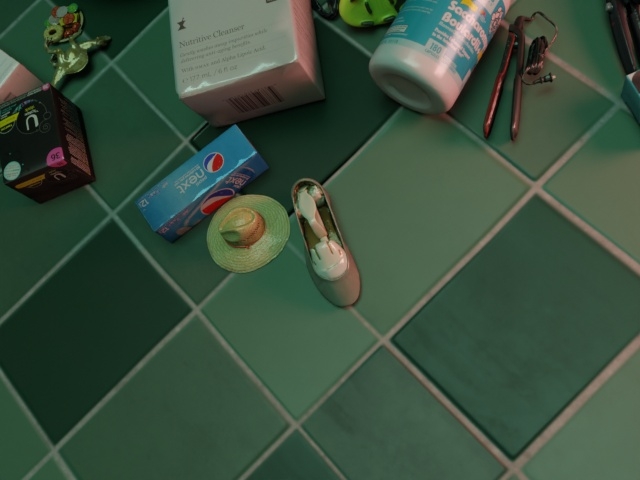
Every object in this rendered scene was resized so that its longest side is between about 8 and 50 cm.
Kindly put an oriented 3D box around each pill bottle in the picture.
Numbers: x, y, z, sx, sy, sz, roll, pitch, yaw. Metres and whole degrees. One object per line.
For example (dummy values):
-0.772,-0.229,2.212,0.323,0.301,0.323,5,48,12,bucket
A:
0.197,-0.339,1.125,0.146,0.146,0.264,27,82,22,pill bottle

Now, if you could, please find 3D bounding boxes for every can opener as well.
0.464,-0.332,1.097,0.059,0.073,0.186,-3,80,7,can opener

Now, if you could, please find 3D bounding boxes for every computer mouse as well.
0.004,-0.500,1.296,0.071,0.041,0.241,-16,75,32,computer mouse

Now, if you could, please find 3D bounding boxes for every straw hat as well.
-0.126,-0.023,1.157,0.145,0.061,0.144,-5,71,14,straw hat

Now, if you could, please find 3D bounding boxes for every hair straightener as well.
0.320,-0.258,1.125,0.089,0.047,0.230,12,71,19,hair straightener

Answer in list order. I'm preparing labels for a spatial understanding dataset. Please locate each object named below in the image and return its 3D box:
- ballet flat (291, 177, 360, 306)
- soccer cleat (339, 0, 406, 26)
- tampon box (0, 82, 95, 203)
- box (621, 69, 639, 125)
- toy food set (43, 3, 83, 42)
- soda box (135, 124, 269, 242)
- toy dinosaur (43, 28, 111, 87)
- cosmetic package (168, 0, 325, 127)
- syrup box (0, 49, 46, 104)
0.000,0.000,1.109,0.072,0.068,0.213,-22,68,8,ballet flat
0.149,-0.466,1.229,0.289,0.093,0.121,-38,36,6,soccer cleat
-0.490,-0.170,1.286,0.121,0.101,0.160,-22,68,9,tampon box
0.569,-0.233,1.030,0.244,0.060,0.100,-23,67,7,box
-0.503,-0.425,1.420,0.083,0.020,0.082,-11,69,12,toy food set
-0.194,-0.092,1.195,0.210,0.067,0.071,-38,67,1,soda box
-0.481,-0.339,1.368,0.093,0.053,0.183,39,86,22,toy dinosaur
-0.133,-0.410,1.223,0.217,0.156,0.384,-14,74,13,cosmetic package
-0.645,-0.331,1.389,0.237,0.093,0.096,33,84,23,syrup box
